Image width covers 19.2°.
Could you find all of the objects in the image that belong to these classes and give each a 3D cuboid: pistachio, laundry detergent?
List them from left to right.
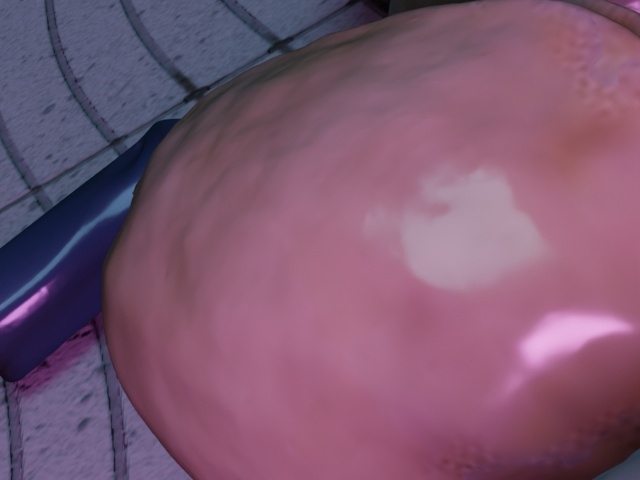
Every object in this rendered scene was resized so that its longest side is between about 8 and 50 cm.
[{"bbox_3d":[-0.125,-0.007,1.119,0.206,0.061,0.096,-40,21,-6],"label":"laundry detergent"},{"bbox_3d":[0.053,0.020,0.699,0.230,0.230,0.309,-47,32,-17],"label":"pistachio"}]

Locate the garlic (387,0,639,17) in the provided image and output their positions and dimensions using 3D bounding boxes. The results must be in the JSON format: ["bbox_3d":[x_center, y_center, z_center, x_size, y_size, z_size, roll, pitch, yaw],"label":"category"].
[{"bbox_3d":[0.106,-0.171,0.902,0.231,0.246,0.340,-28,63,23],"label":"garlic"}]

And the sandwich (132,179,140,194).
[{"bbox_3d":[0.000,0.000,0.915,0.163,0.113,0.079,0,46,47],"label":"sandwich"}]

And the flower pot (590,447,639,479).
[{"bbox_3d":[0.126,0.155,0.423,0.246,0.246,0.195,6,73,51],"label":"flower pot"}]
